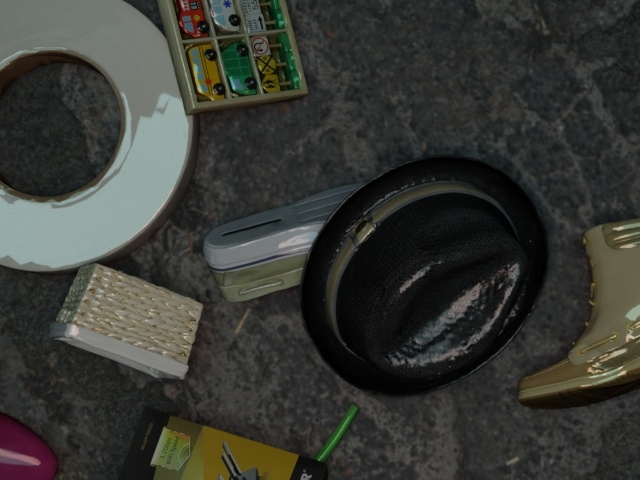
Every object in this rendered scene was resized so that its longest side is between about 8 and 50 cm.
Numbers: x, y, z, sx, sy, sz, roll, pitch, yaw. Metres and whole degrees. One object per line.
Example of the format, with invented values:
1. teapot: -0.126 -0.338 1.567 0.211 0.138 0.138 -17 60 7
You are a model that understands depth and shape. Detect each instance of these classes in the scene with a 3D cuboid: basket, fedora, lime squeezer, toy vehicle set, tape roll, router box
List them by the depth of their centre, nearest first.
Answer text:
1. router box: -0.150 0.386 1.728 0.243 0.081 0.309 15 71 8
2. fedora: 0.144 0.064 1.739 0.334 0.152 0.334 -3 108 -11
3. basket: -0.244 0.103 1.808 0.167 0.113 0.103 23 78 -19
4. lime squeezer: -0.075 0.322 1.835 0.310 0.059 0.110 -24 50 1
5. toy vehicle set: -0.127 -0.305 1.870 0.166 0.035 0.267 -11 83 -25
6. tape roll: -0.356 -0.148 1.887 0.392 0.072 0.392 0 84 3

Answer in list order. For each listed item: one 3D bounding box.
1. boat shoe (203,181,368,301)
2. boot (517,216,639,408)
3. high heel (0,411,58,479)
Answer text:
1. boat shoe: 0.000 0.000 1.844 0.302 0.109 0.094 -13 120 0
2. boot: 0.354 0.091 1.801 0.262 0.095 0.203 -24 66 24
3. high heel: -0.530 0.260 1.797 0.377 0.181 0.127 8 84 5
